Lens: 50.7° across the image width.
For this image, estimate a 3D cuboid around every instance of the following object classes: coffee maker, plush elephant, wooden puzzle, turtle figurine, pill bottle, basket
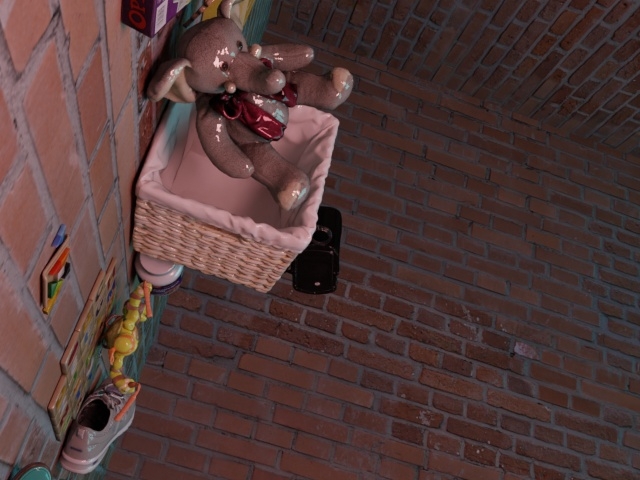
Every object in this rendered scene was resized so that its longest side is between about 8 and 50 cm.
[{"bbox_3d":[0.000,0.000,1.442,0.178,0.120,0.171,-87,-159,-56],"label":"coffee maker"},{"bbox_3d":[-0.128,-0.256,1.096,0.272,0.329,0.255,-60,168,-9],"label":"plush elephant"},{"bbox_3d":[-0.320,0.038,0.825,0.116,0.014,0.079,116,-11,-53],"label":"wooden puzzle"},{"bbox_3d":[-0.385,0.198,1.324,0.217,0.087,0.270,-164,-96,-75],"label":"turtle figurine"},{"bbox_3d":[-0.364,0.058,1.532,0.193,0.108,0.108,127,-20,-71],"label":"pill bottle"},{"bbox_3d":[-0.175,-0.110,1.354,0.266,0.328,0.332,121,-15,-55],"label":"basket"}]

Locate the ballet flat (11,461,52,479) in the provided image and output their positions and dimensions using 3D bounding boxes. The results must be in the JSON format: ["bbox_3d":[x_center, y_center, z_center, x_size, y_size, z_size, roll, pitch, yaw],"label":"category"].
[{"bbox_3d":[-0.438,0.414,0.966,0.074,0.074,0.203,147,-46,-79],"label":"ballet flat"}]

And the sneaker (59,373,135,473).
[{"bbox_3d":[-0.454,0.363,1.439,0.281,0.105,0.115,-86,-164,-66],"label":"sneaker"}]

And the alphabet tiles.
[{"bbox_3d":[-0.426,0.202,1.233,0.343,0.011,0.285,118,-12,-57],"label":"alphabet tiles"}]

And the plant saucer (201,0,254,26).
[{"bbox_3d":[-0.148,-0.594,1.379,0.333,0.080,0.333,117,-11,-50],"label":"plant saucer"}]

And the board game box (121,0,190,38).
[{"bbox_3d":[-0.124,-0.403,0.695,0.208,0.056,0.347,-57,176,-39],"label":"board game box"}]

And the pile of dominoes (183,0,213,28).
[{"bbox_3d":[-0.129,-0.445,1.065,0.196,0.040,0.251,-54,-159,-23],"label":"pile of dominoes"}]
